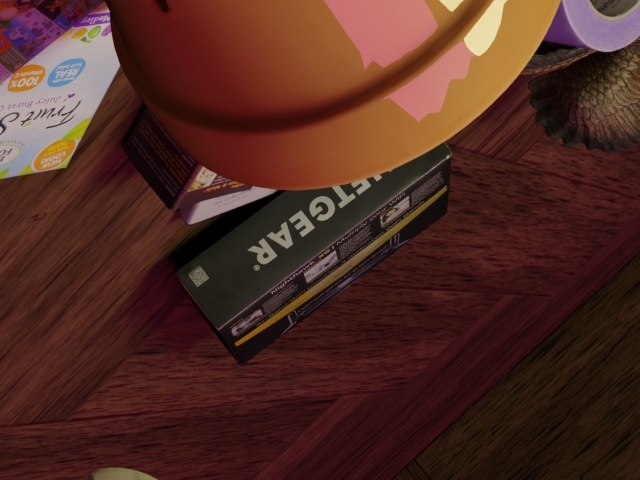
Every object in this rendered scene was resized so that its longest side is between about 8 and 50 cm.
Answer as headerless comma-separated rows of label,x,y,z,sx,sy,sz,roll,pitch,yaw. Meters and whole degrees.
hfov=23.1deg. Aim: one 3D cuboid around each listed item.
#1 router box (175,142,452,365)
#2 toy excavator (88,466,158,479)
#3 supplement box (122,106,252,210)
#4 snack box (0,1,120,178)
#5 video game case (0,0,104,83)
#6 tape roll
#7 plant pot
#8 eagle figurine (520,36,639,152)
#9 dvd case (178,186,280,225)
router box,0.000,0.000,1.717,0.309,0.081,0.243,-37,167,-6
toy excavator,-0.348,0.174,0.961,0.433,0.445,0.222,-30,159,-23
supplement box,-0.077,-0.123,1.337,0.104,0.081,0.188,-18,152,-46
snack box,-0.221,-0.128,1.081,0.174,0.070,0.207,-16,151,-45
video game case,-0.214,-0.134,0.966,0.166,0.015,0.119,-38,156,1
tape roll,0.247,-0.273,1.446,0.189,0.080,0.189,-18,116,-41
plant pot,-0.025,-0.203,0.908,0.291,0.291,0.203,-40,141,2
eagle figurine,0.300,-0.218,1.655,0.298,0.226,0.225,-51,178,18
dvd case,-0.027,-0.122,1.520,0.180,0.022,0.253,-22,155,-39
